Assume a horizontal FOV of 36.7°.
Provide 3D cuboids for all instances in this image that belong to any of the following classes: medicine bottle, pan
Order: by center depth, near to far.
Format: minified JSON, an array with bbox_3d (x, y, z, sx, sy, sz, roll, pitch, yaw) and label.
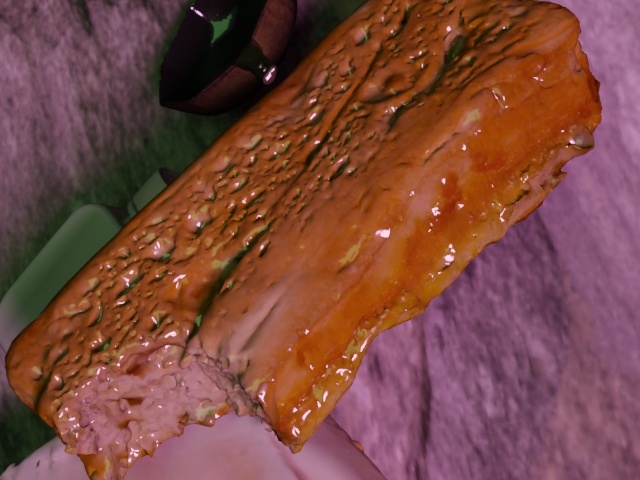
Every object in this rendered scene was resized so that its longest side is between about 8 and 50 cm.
[{"bbox_3d":[-0.058,-0.118,0.667,0.128,0.048,0.202,-42,33,29],"label":"pan"},{"bbox_3d":[-0.153,0.034,0.722,0.119,0.069,0.183,45,102,20],"label":"medicine bottle"}]

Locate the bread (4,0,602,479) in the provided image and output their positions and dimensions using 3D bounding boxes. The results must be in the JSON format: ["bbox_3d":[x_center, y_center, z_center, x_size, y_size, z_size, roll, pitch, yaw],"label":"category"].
[{"bbox_3d":[0.000,0.000,0.570,0.380,0.109,0.185,-45,50,-14],"label":"bread"}]

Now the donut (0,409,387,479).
[{"bbox_3d":[-0.094,0.266,0.579,0.382,0.142,0.383,-17,50,21],"label":"donut"}]
